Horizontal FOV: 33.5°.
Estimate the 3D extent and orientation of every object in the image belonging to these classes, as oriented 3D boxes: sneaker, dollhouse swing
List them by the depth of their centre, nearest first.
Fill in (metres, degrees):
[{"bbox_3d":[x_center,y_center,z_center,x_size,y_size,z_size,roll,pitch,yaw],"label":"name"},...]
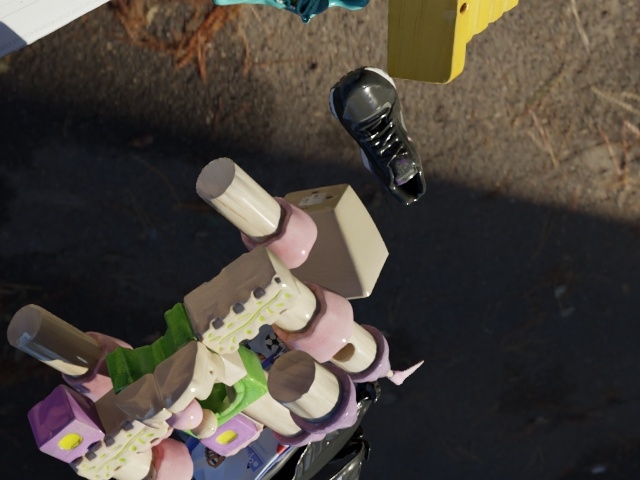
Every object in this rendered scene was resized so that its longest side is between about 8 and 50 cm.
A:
[{"bbox_3d":[0.315,-0.344,1.391,0.347,0.305,0.315,-40,148,-28],"label":"dollhouse swing"},{"bbox_3d":[-0.037,-0.357,1.462,0.275,0.110,0.107,-17,158,-39],"label":"sneaker"},{"bbox_3d":[0.109,-0.158,1.663,0.107,0.124,0.283,-34,147,3],"label":"sneaker"}]

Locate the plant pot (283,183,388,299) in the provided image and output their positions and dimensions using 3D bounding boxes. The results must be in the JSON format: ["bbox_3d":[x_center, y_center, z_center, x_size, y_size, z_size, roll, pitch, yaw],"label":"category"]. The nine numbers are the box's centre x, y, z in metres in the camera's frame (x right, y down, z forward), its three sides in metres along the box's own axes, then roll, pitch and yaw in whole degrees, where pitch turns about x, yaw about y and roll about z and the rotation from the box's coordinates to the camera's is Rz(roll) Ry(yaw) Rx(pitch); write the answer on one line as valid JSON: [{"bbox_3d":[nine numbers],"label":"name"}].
[{"bbox_3d":[0.000,0.000,1.136,0.109,0.109,0.096,-9,112,20],"label":"plant pot"}]

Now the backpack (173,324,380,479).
[{"bbox_3d":[-0.072,0.241,1.317,0.213,0.263,0.276,35,154,19],"label":"backpack"}]

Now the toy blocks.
[{"bbox_3d":[-0.071,0.153,0.932,0.288,0.309,0.260,-36,139,9],"label":"toy blocks"}]

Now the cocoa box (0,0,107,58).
[{"bbox_3d":[-0.314,-0.358,0.964,0.231,0.347,0.228,-33,134,-15],"label":"cocoa box"}]
